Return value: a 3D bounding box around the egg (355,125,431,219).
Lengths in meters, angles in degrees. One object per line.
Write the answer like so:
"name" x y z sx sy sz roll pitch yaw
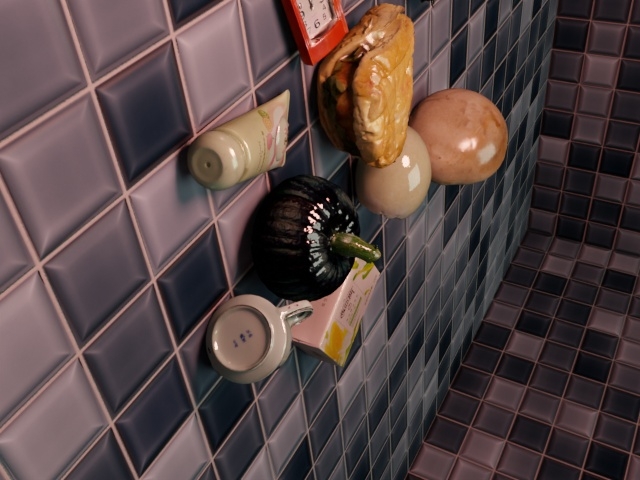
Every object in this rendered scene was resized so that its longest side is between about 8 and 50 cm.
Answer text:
"egg" 0.179 -0.170 1.645 0.183 0.183 0.217 -15 128 -62

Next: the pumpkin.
"pumpkin" 0.000 0.000 1.307 0.248 0.247 0.248 -43 141 -49

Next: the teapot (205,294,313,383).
"teapot" -0.115 0.182 1.276 0.232 0.159 0.159 -36 156 9

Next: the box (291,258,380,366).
"box" 0.030 0.146 1.616 0.261 0.111 0.194 -65 154 -13

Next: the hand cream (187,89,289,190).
"hand cream" -0.119 -0.163 1.167 0.306 0.093 0.147 -46 144 -62

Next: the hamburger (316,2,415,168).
"hamburger" 0.083 -0.306 1.397 0.209 0.162 0.330 -32 134 -52

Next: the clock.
"clock" -0.019 -0.414 1.236 0.113 0.061 0.155 -48 142 -23

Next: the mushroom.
"mushroom" 0.374 -0.264 1.937 0.290 0.292 0.293 90 24 -68

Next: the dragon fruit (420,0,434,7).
"dragon fruit" 0.280 -0.664 1.579 0.234 0.233 0.293 -52 -177 -39
